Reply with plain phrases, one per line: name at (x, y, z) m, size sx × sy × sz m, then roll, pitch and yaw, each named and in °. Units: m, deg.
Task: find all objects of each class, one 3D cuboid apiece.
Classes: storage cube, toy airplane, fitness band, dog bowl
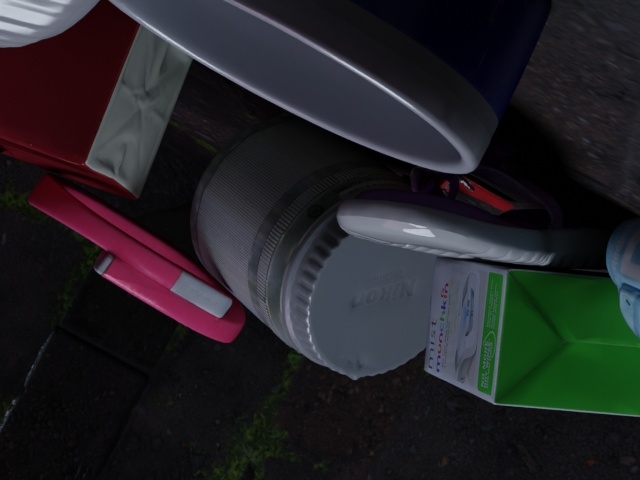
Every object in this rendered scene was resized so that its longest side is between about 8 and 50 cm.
storage cube at (-0.271, -0.175, 1.595) m, size 0.193 × 0.215 × 0.183 m, roll 20°, pitch 174°, yaw 14°
toy airplane at (0.128, -0.063, 1.590) m, size 0.151 × 0.028 × 0.151 m, roll 29°, pitch 176°, yaw 2°
fitness band at (-0.203, 0.021, 1.701) m, size 0.291 × 0.054 × 0.209 m, roll 35°, pitch -178°, yaw -29°
dog bowl at (-0.006, -0.145, 0.867) m, size 0.265 × 0.104 × 0.265 m, roll 27°, pitch 176°, yaw 2°

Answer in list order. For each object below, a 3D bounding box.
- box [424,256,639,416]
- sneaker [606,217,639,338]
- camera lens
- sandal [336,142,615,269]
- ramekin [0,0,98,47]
box at (0.255, 0.093, 1.407) m, size 0.262 × 0.126 × 0.231 m, roll 6°, pitch -178°, yaw -10°
sneaker at (0.282, 0.042, 1.117) m, size 0.150 × 0.135 × 0.366 m, roll 24°, pitch 175°, yaw 6°
camera lens at (0.000, 0.000, 1.657) m, size 0.219 × 0.219 × 0.274 m, roll 31°, pitch -175°, yaw -40°
sandal at (0.140, -0.034, 1.305) m, size 0.169 × 0.102 × 0.416 m, roll 6°, pitch 180°, yaw 27°
ramekin at (-0.147, -0.183, 0.661) m, size 0.109 × 0.207 × 0.207 m, roll 20°, pitch -179°, yaw -35°
